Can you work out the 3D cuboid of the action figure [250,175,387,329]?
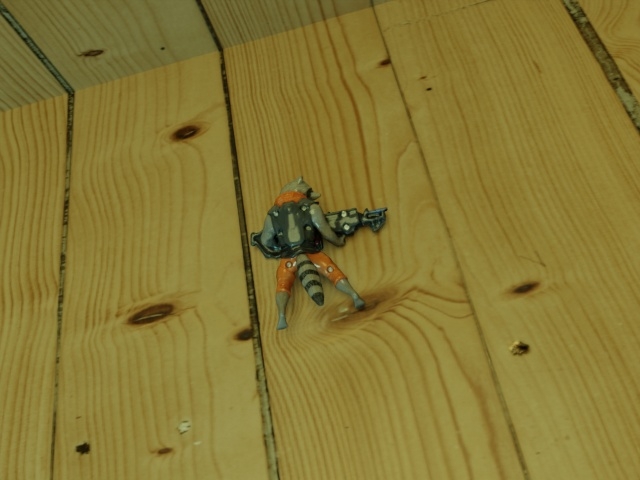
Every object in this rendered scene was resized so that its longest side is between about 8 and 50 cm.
[{"bbox_3d":[0.000,0.000,1.291,0.341,0.178,0.331,-19,70,4],"label":"action figure"}]
